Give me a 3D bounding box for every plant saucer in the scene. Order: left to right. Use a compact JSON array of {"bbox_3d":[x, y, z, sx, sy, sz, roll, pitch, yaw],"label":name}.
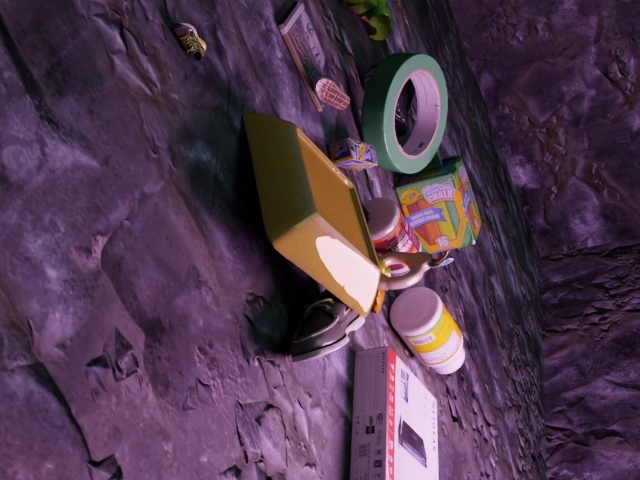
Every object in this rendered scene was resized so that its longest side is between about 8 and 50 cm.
[{"bbox_3d":[0.002,-0.062,1.422,0.333,0.081,0.333,41,27,-46],"label":"plant saucer"}]

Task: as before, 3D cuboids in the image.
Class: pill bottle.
[{"bbox_3d":[0.174,0.005,1.834,0.221,0.121,0.121,51,35,-44],"label":"pill bottle"},{"bbox_3d":[0.284,0.240,1.930,0.246,0.136,0.136,53,33,-42],"label":"pill bottle"}]

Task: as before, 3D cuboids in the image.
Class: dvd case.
[{"bbox_3d":[-0.026,-0.433,1.759,0.221,0.018,0.164,63,28,-28],"label":"dvd case"}]

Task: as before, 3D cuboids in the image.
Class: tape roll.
[{"bbox_3d":[0.233,-0.344,2.041,0.321,0.077,0.321,-20,116,-49],"label":"tape roll"}]

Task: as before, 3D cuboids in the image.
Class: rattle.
[{"bbox_3d":[0.215,0.095,1.738,0.130,0.199,0.143,-133,-150,-72],"label":"rattle"}]

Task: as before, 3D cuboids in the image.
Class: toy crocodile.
[{"bbox_3d":[0.115,-0.689,2.119,0.340,0.105,0.115,29,52,-52],"label":"toy crocodile"}]

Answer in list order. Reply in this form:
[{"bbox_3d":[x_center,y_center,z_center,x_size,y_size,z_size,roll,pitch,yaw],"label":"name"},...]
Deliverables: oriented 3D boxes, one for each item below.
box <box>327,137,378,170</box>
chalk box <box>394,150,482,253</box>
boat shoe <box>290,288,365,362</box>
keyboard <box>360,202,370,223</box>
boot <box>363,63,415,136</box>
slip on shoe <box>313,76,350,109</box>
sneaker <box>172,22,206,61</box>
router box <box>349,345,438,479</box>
[{"bbox_3d":[0.080,-0.206,1.816,0.169,0.059,0.054,1,76,-65],"label":"box"},{"bbox_3d":[0.338,-0.131,2.196,0.289,0.180,0.179,68,25,-16],"label":"chalk box"},{"bbox_3d":[0.007,0.151,1.419,0.305,0.109,0.091,-28,103,-71],"label":"boat shoe"},{"bbox_3d":[0.047,-0.018,1.669,0.100,0.038,0.192,50,45,-27],"label":"keyboard"},{"bbox_3d":[0.203,-0.450,2.168,0.207,0.094,0.246,-77,149,-41],"label":"boot"},{"bbox_3d":[0.019,-0.347,1.746,0.041,0.051,0.135,46,16,32],"label":"slip on shoe"},{"bbox_3d":[-0.219,-0.335,1.270,0.083,0.031,0.035,38,45,-54],"label":"sneaker"},{"bbox_3d":[0.167,0.446,1.634,0.301,0.082,0.335,49,36,-45],"label":"router box"}]
